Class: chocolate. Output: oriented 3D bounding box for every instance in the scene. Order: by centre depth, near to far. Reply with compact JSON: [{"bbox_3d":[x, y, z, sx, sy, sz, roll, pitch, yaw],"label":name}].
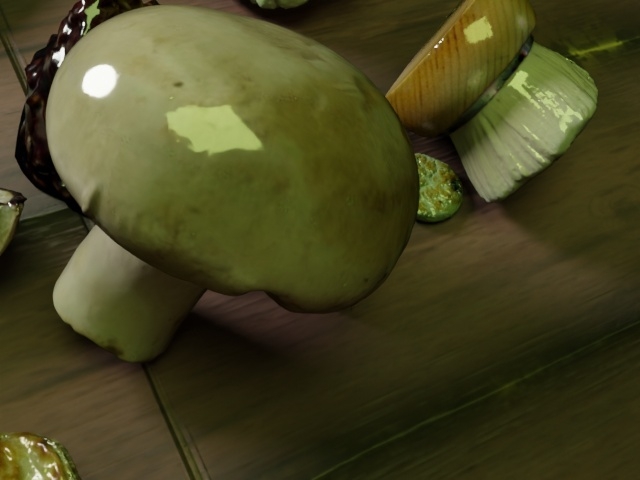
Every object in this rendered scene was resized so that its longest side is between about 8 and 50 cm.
[{"bbox_3d":[-0.179,-0.154,0.764,0.206,0.177,0.224,7,59,-8],"label":"chocolate"}]

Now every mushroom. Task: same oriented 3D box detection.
[{"bbox_3d":[-0.080,-0.024,0.645,0.292,0.290,0.292,24,25,-12],"label":"mushroom"}]

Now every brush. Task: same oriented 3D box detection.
[{"bbox_3d":[0.190,-0.176,0.880,0.166,0.174,0.266,39,35,-7],"label":"brush"}]

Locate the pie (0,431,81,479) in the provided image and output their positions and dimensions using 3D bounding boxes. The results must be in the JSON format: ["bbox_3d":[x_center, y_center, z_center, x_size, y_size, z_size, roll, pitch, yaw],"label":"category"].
[{"bbox_3d":[-0.243,0.227,0.564,0.179,0.084,0.205,-20,59,-26],"label":"pie"}]

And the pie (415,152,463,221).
[{"bbox_3d":[0.111,-0.054,0.858,0.085,0.017,0.085,7,58,-11],"label":"pie"}]

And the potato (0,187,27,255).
[{"bbox_3d":[-0.383,-0.002,0.682,0.261,0.120,0.100,2,101,-18],"label":"potato"}]

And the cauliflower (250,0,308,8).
[{"bbox_3d":[-0.046,-0.393,0.939,0.327,0.281,0.260,-10,82,-46],"label":"cauliflower"}]
